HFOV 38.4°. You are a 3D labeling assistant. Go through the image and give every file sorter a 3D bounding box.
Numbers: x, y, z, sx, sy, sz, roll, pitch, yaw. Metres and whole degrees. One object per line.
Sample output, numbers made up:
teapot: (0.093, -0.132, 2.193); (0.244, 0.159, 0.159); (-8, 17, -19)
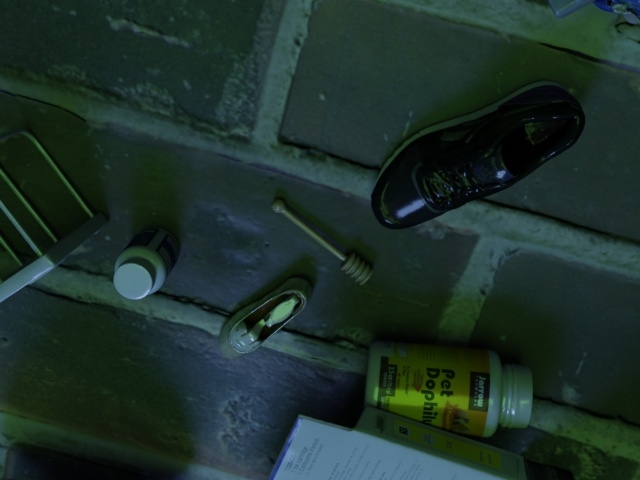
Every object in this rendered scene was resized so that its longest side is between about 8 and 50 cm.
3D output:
file sorter: (-0.452, 0.005, 1.161); (0.278, 0.193, 0.173); (-31, 101, 14)

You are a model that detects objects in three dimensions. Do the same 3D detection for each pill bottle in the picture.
pill bottle: (0.167, 0.198, 1.220); (0.215, 0.117, 0.117); (4, 110, 3)
pill bottle: (-0.227, 0.031, 1.188); (0.067, 0.120, 0.067); (1, 109, 4)

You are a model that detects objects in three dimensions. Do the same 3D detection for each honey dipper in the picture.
honey dipper: (0.000, 0.000, 1.209); (0.161, 0.030, 0.030); (37, 108, -7)

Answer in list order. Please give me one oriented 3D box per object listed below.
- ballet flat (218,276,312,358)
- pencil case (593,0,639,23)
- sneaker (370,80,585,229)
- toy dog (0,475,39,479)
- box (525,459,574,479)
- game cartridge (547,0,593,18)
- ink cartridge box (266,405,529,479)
ballet flat: (-0.081, 0.109, 1.241); (0.168, 0.052, 0.057); (-42, 102, 17)
pencil case: (0.448, -0.268, 1.028); (0.306, 0.119, 0.133); (22, 81, -4)
sneaker: (0.181, -0.097, 1.109); (0.283, 0.124, 0.107); (-32, 104, 14)
toy dog: (-0.327, 0.547, 1.182); (0.284, 0.395, 0.408); (5, 87, -9)
box: (0.258, 0.547, 1.233); (0.097, 0.318, 0.395); (15, 109, -2)
game cartridge: (0.274, -0.402, 0.966); (0.196, 0.060, 0.294); (-27, 76, 18)
ink cartridge box: (0.069, 0.361, 1.225); (0.307, 0.072, 0.303); (21, 121, -5)
